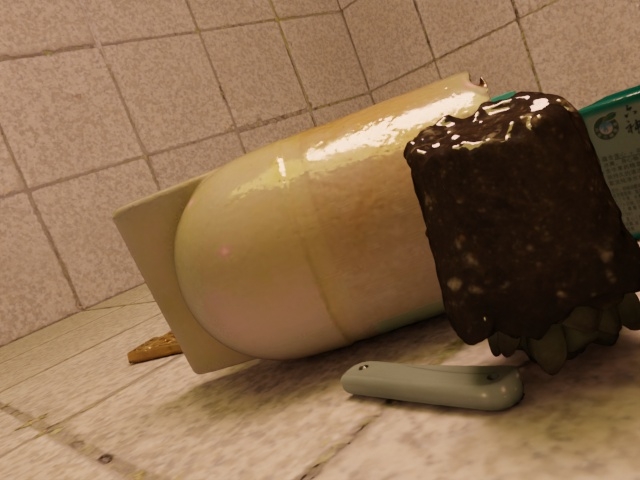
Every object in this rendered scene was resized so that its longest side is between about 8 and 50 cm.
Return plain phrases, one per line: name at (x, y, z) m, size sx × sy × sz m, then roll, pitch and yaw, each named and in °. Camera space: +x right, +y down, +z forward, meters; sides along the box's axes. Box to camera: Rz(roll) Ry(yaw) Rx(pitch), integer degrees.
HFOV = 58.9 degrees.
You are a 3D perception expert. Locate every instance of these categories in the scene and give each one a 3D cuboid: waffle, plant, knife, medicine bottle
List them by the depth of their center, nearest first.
plant at (0.139, 0.004, 0.392) m, size 0.129 × 0.195 × 0.132 m, roll -21°, pitch 18°, yaw 18°
knife at (0.081, 0.107, 0.435) m, size 0.044 × 0.023 × 0.162 m, roll -29°, pitch 11°, yaw -38°
medicine bottle at (0.000, 0.000, 0.620) m, size 0.406 × 0.236 × 0.236 m, roll -19°, pitch 7°, yaw 8°
waffle at (-0.247, 0.169, 0.943) m, size 0.135 × 0.021 × 0.092 m, roll -16°, pitch 10°, yaw 30°

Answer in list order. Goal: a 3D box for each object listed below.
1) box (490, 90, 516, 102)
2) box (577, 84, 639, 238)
box at (0.278, -0.161, 1.174) m, size 0.311 × 0.205 × 0.118 m, roll -21°, pitch 4°, yaw -9°
box at (0.395, -0.098, 0.546) m, size 0.092 × 0.153 × 0.244 m, roll -27°, pitch 10°, yaw -39°
